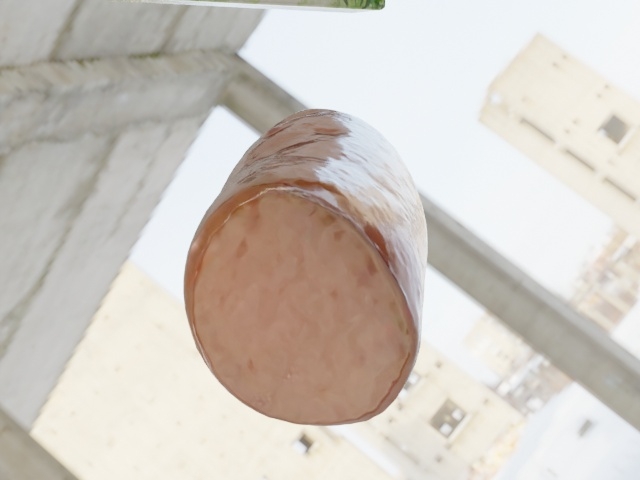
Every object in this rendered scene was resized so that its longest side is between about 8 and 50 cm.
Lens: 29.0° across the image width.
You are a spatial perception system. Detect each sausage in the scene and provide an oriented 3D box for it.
[{"bbox_3d":[0.000,0.000,0.605,0.113,0.114,0.259,-55,4,13],"label":"sausage"}]

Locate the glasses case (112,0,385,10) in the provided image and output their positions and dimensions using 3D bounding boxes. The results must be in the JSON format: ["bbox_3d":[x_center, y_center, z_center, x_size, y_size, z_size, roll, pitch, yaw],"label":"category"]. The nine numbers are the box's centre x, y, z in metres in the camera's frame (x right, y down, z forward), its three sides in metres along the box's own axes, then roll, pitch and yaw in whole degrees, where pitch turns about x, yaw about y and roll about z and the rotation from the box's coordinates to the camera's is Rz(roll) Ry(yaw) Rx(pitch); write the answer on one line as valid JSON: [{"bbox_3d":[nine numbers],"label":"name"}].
[{"bbox_3d":[-0.076,-0.267,1.247,0.095,0.272,0.062,-156,67,-69],"label":"glasses case"}]
